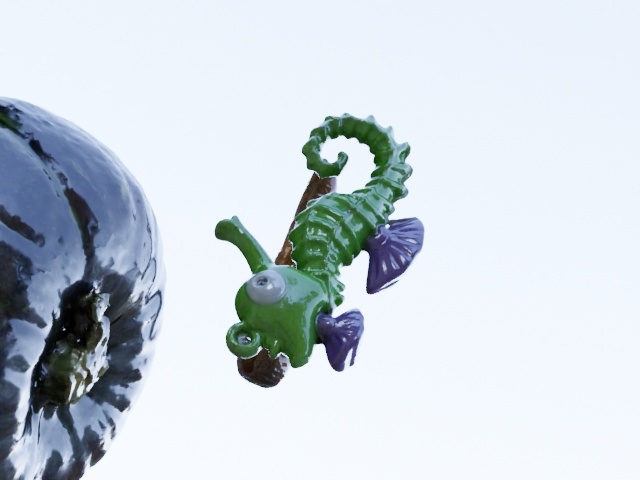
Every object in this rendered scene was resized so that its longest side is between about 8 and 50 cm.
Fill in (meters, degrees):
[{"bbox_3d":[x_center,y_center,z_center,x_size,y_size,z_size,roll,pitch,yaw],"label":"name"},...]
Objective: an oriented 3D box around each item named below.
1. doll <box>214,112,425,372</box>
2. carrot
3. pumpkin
[{"bbox_3d":[0.000,0.000,1.163,0.115,0.190,0.050,32,-30,5],"label":"doll"},{"bbox_3d":[-0.020,0.026,1.534,0.047,0.191,0.047,19,-14,5],"label":"carrot"},{"bbox_3d":[-0.260,0.055,1.403,0.241,0.323,0.323,29,-35,22],"label":"pumpkin"}]
